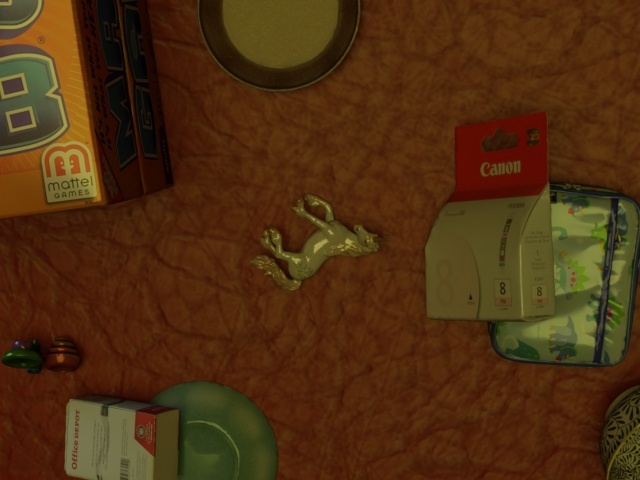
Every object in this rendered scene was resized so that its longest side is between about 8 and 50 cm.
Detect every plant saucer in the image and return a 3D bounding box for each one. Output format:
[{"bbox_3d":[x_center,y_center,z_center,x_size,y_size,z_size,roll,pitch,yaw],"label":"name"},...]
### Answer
[{"bbox_3d":[-0.049,-0.279,1.835,0.198,0.036,0.198,0,96,5],"label":"plant saucer"},{"bbox_3d":[-0.151,0.275,1.898,0.195,0.037,0.195,0,95,5],"label":"plant saucer"}]

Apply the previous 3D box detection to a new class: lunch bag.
[{"bbox_3d":[0.294,0.039,1.808,0.176,0.090,0.219,7,97,2],"label":"lunch bag"}]

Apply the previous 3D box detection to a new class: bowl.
[{"bbox_3d":[0.391,0.224,1.805,0.170,0.080,0.170,-17,132,-20],"label":"bowl"}]

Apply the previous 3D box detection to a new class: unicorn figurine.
[{"bbox_3d":[0.000,0.000,1.852,0.111,0.060,0.162,47,114,-1],"label":"unicorn figurine"}]

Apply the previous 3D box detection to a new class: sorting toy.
[{"bbox_3d":[-0.349,0.138,1.894,0.102,0.061,0.042,12,64,-29],"label":"sorting toy"}]

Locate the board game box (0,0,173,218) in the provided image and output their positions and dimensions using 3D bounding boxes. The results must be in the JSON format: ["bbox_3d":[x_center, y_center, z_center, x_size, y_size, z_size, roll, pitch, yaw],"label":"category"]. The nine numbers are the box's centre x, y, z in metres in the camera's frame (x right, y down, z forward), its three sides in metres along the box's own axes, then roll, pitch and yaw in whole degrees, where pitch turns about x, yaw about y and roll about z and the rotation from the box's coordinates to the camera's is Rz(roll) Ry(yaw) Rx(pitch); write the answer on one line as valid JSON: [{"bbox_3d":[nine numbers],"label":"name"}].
[{"bbox_3d":[-0.396,-0.202,1.716,0.356,0.356,0.356,-7,95,7],"label":"board game box"}]

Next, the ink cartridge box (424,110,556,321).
[{"bbox_3d":[0.191,-0.023,1.754,0.066,0.189,0.232,-6,91,-30],"label":"ink cartridge box"}]

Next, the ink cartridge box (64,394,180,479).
[{"bbox_3d":[-0.244,0.248,1.871,0.135,0.056,0.099,7,97,30],"label":"ink cartridge box"}]
